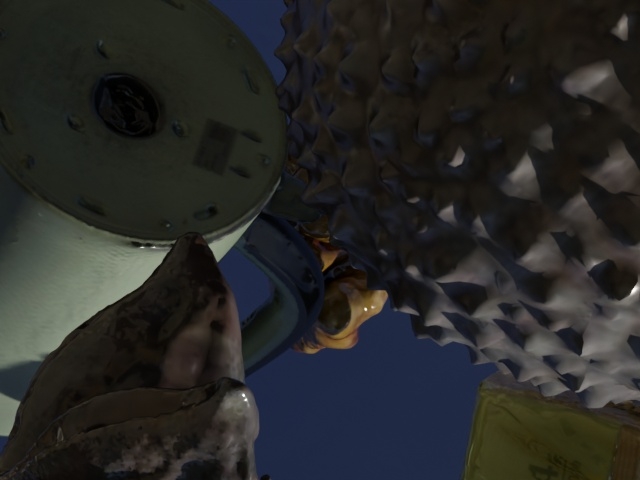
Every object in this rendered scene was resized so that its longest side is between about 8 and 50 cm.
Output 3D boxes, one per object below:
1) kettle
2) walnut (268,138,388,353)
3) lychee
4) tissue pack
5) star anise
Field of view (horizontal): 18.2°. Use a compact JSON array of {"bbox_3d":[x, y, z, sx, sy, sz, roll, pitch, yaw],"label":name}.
[{"bbox_3d":[-0.117,0.006,1.059,0.255,0.240,0.165,-51,-160,48],"label":"kettle"},{"bbox_3d":[0.000,0.000,1.227,0.069,0.170,0.143,-13,-75,-10],"label":"walnut"},{"bbox_3d":[0.131,-0.077,0.754,0.300,0.300,0.300,-9,-113,21],"label":"lychee"},{"bbox_3d":[0.135,0.183,1.077,0.125,0.159,0.234,15,-77,18],"label":"tissue pack"},{"bbox_3d":[-0.100,0.121,0.863,0.111,0.198,0.257,36,-64,-10],"label":"star anise"}]
